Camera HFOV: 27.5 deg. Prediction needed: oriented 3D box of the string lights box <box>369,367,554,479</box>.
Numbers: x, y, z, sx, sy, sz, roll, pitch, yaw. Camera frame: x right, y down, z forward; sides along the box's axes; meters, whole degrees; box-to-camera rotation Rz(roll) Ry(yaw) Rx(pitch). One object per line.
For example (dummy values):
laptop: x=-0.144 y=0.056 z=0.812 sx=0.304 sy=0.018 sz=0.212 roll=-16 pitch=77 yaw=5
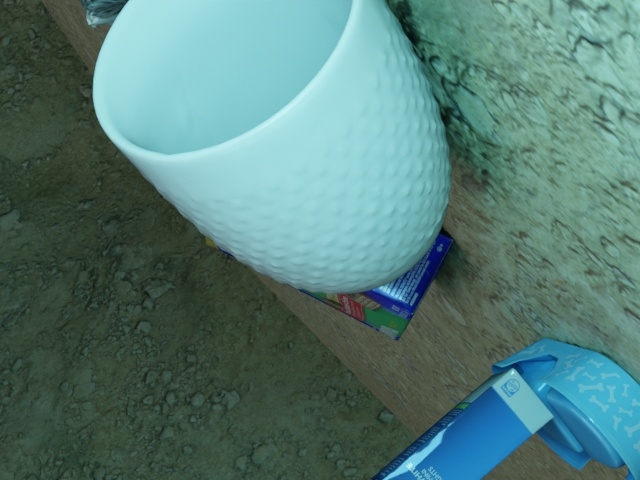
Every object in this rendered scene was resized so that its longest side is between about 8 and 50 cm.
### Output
string lights box: x=0.139 y=0.262 z=1.532 sx=0.077 sy=0.260 sz=0.133 roll=50 pitch=172 yaw=5

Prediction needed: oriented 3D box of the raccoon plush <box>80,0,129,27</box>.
raccoon plush: x=-0.268 y=-0.402 z=1.216 sx=0.446 sy=0.216 sz=0.299 roll=132 pitch=125 yaw=-73

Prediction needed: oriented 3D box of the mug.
mug: x=-0.037 y=-0.129 z=1.305 sx=0.328 sy=0.276 sz=0.374 roll=49 pitch=-176 yaw=-47

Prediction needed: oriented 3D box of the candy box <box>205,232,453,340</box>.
candy box: x=0.000 y=0.000 z=1.769 sx=0.317 sy=0.122 sz=0.268 roll=28 pitch=169 yaw=5

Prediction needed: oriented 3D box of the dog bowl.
dog bowl: x=0.304 y=0.194 z=1.521 sx=0.166 sy=0.074 sz=0.297 roll=52 pitch=171 yaw=-10
